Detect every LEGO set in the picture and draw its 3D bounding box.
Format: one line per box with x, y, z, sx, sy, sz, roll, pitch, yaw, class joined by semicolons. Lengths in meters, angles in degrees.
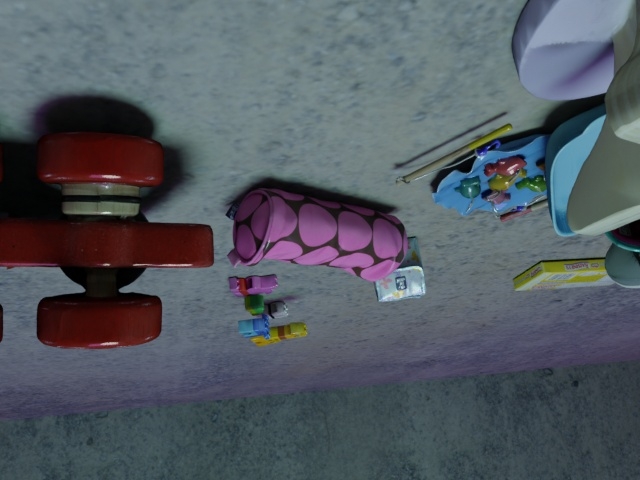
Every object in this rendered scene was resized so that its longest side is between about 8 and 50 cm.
-0.075;0.127;1.024;0.093;0.086;0.227;-9;160;4;LEGO set

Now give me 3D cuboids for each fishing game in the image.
0.222;-0.062;0.695;0.189;0.041;0.264;-23;157;33;fishing game

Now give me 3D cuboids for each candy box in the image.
0.469;0.061;1.120;0.206;0.027;0.105;-2;161;-13;candy box

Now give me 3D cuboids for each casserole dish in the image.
0.280;-0.074;0.623;0.114;0.037;0.188;-25;143;5;casserole dish

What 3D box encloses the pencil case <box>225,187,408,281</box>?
0.000;0.000;0.713;0.209;0.095;0.098;10;118;-35;pencil case

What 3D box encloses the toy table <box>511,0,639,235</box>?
0.254;-0.120;0.387;0.252;0.160;0.274;1;159;-20;toy table

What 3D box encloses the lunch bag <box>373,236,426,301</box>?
0.108;0.043;0.868;0.071;0.083;0.053;-7;160;0;lunch bag

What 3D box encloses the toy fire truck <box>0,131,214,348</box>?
-0.259;-0.002;0.566;0.303;0.169;0.254;0;-178;-17;toy fire truck

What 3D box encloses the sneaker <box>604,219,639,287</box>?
0.408;-0.014;0.760;0.179;0.123;0.295;-6;152;-19;sneaker
